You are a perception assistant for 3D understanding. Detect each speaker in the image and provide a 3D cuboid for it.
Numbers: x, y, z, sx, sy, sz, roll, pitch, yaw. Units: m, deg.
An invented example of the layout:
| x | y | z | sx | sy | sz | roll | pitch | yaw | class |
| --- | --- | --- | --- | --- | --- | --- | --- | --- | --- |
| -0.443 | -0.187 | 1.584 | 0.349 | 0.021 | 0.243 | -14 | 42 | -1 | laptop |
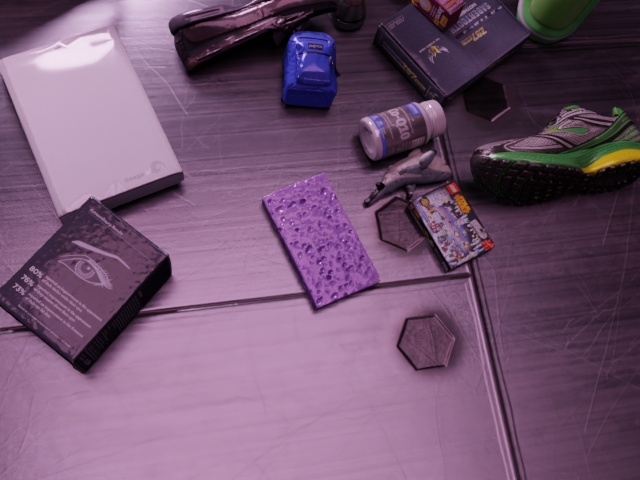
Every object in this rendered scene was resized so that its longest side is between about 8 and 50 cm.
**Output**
| x | y | z | sx | sy | sz | roll | pitch | yaw | class |
| --- | --- | --- | --- | --- | --- | --- | --- | --- | --- |
| 0.455 | -0.476 | 1.272 | 0.131 | 0.296 | 0.131 | 3 | 72 | -8 | speaker |

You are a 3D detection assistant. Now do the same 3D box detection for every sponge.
| x | y | z | sx | sy | sz | roll | pitch | yaw | class |
| --- | --- | --- | --- | --- | --- | --- | --- | --- | --- |
| 0.000 | 0.000 | 1.188 | 0.117 | 0.031 | 0.210 | -24 | 77 | -15 | sponge |

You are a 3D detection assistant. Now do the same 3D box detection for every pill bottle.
| x | y | z | sx | sy | sz | roll | pitch | yaw | class |
| --- | --- | --- | --- | --- | --- | --- | --- | --- | --- |
| 0.143 | -0.194 | 1.248 | 0.137 | 0.078 | 0.078 | -20 | 76 | -15 | pill bottle |

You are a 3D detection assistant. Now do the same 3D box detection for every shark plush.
| x | y | z | sx | sy | sz | roll | pitch | yaw | class |
| --- | --- | --- | --- | --- | --- | --- | --- | --- | --- |
| 0.150 | -0.102 | 1.234 | 0.161 | 0.073 | 0.067 | -34 | 110 | -22 | shark plush |

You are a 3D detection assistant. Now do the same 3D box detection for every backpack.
| x | y | z | sx | sy | sz | roll | pitch | yaw | class |
| --- | --- | --- | --- | --- | --- | --- | --- | --- | --- |
| -0.013 | -0.305 | 1.251 | 0.098 | 0.101 | 0.120 | 6 | 69 | -14 | backpack |

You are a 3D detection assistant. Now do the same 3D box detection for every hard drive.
| x | y | z | sx | sy | sz | roll | pitch | yaw | class |
| --- | --- | --- | --- | --- | --- | --- | --- | --- | --- |
| -0.378 | -0.196 | 1.180 | 0.203 | 0.040 | 0.307 | -23 | 72 | -15 | hard drive |

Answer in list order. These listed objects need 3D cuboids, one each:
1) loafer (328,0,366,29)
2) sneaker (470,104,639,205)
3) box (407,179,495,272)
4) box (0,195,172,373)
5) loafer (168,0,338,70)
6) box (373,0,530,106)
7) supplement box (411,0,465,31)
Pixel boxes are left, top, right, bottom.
| x | y | z | sx | sy | sz | roll | pitch | yaw | class |
| --- | --- | --- | --- | --- | --- | --- | --- | --- | --- |
| 0.032 | -0.525 | 1.337 | 0.096 | 0.084 | 0.267 | -14 | 75 | -13 | loafer |
| 0.410 | -0.154 | 1.263 | 0.344 | 0.134 | 0.146 | -7 | 66 | -20 | sneaker |
| 0.223 | -0.025 | 1.231 | 0.094 | 0.027 | 0.137 | -26 | 77 | -17 | box |
| -0.345 | 0.066 | 1.072 | 0.153 | 0.108 | 0.207 | 38 | 70 | 6 | box |
| -0.109 | -0.372 | 1.269 | 0.303 | 0.109 | 0.095 | -14 | 94 | -7 | loafer |
| 0.243 | -0.375 | 1.333 | 0.233 | 0.059 | 0.183 | -37 | 81 | -17 | box |
| 0.210 | -0.424 | 1.284 | 0.043 | 0.055 | 0.083 | -40 | 79 | -17 | supplement box |
